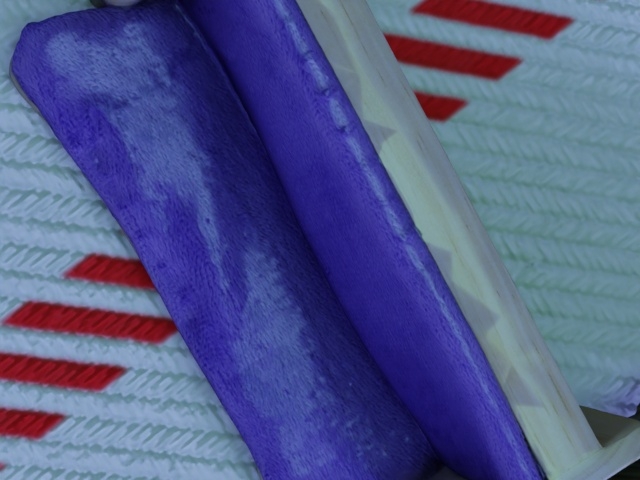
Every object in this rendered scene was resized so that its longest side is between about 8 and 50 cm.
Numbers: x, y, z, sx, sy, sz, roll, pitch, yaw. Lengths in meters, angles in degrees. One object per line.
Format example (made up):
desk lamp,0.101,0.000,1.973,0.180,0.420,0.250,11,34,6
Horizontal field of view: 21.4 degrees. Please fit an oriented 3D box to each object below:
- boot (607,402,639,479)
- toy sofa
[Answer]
boot,0.241,0.212,0.989,0.236,0.089,0.269,-28,112,-37
toy sofa,0.000,0.000,0.882,0.177,0.150,0.362,-31,99,-15
